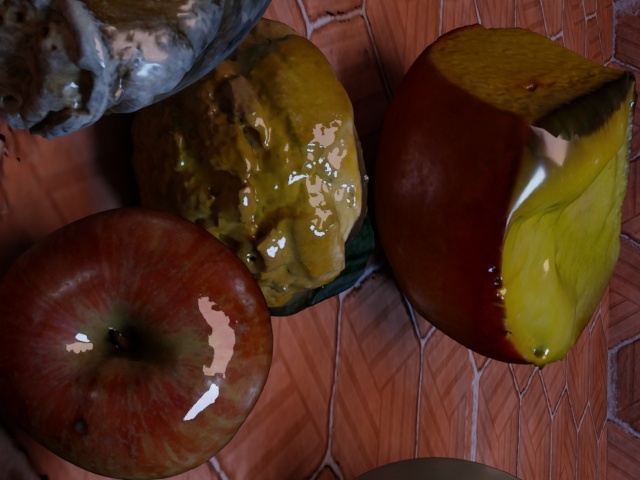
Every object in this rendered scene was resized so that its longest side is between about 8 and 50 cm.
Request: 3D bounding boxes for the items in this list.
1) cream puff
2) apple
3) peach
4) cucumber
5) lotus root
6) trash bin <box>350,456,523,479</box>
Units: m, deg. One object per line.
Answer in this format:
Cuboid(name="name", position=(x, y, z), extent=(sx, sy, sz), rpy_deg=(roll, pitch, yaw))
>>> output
Cuboid(name="cream puff", position=(-0.054, -0.044, 0.680), extent=(0.189, 0.129, 0.189), rpy_deg=(165, -90, -70))
Cuboid(name="apple", position=(-0.097, 0.056, 0.574), extent=(0.131, 0.146, 0.146), rpy_deg=(92, -3, -87))
Cuboid(name="peach", position=(0.174, -0.051, 1.090), extent=(0.306, 0.242, 0.380), rpy_deg=(-51, 152, -27))
Cuboid(name="cucumber", position=(0.000, 0.000, 0.904), extent=(0.115, 0.062, 0.116), rpy_deg=(-15, 104, -70))
Cuboid(name="lotus root", position=(-0.092, -0.180, 0.577), extent=(0.349, 0.175, 0.175), rpy_deg=(-64, 144, -56))
Cuboid(name="trash bin", position=(0.138, 0.339, 0.940), extent=(0.432, 0.280, 0.280), rpy_deg=(34, 58, -66))
